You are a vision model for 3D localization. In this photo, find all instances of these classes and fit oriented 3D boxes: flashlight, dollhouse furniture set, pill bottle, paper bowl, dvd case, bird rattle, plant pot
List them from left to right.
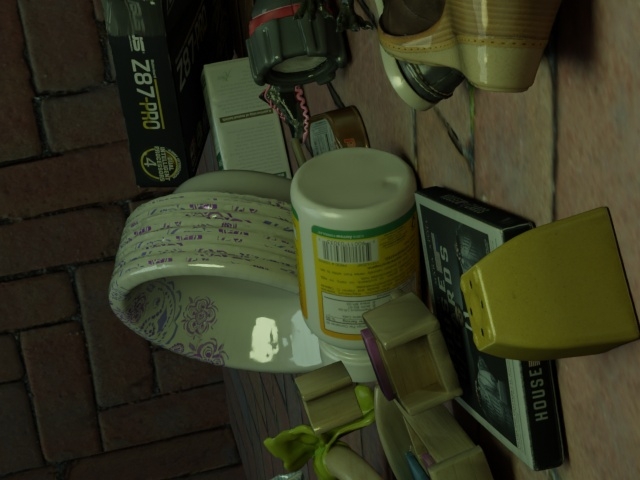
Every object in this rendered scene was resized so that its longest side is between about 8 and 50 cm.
[{"bbox_3d":[-0.075,0.027,1.556,0.284,0.284,0.148,99,-178,-65],"label":"paper bowl"},{"bbox_3d":[-0.048,-0.312,1.524,0.103,0.103,0.304,-22,72,37],"label":"flashlight"},{"bbox_3d":[-0.021,0.216,1.235,0.198,0.303,0.286,-131,20,-71],"label":"dollhouse furniture set"},{"bbox_3d":[0.036,0.316,1.722,0.207,0.143,0.253,36,142,53],"label":"bird rattle"},{"bbox_3d":[0.036,0.028,1.356,0.117,0.117,0.208,-114,15,-53],"label":"pill bottle"},{"bbox_3d":[0.126,0.058,1.120,0.238,0.029,0.179,-145,45,-76],"label":"dvd case"},{"bbox_3d":[0.132,0.033,0.875,0.081,0.083,0.081,124,134,-76],"label":"plant pot"}]

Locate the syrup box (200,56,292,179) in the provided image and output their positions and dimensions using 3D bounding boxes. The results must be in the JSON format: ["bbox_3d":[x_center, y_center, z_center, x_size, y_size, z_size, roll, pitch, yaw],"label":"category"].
[{"bbox_3d":[-0.103,-0.136,2.077,0.093,0.096,0.237,147,113,-82],"label":"syrup box"}]

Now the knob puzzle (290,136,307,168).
[{"bbox_3d":[0.000,0.000,1.718,0.213,0.030,0.213,161,90,-88],"label":"knob puzzle"}]

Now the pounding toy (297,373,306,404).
[{"bbox_3d":[-0.010,0.113,1.857,0.181,0.094,0.206,-146,36,-70],"label":"pounding toy"}]

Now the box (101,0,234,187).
[{"bbox_3d":[-0.217,-0.317,2.159,0.395,0.097,0.318,-78,-15,-52],"label":"box"}]

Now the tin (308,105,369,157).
[{"bbox_3d":[0.021,-0.089,1.571,0.189,0.040,0.106,-171,65,-80],"label":"tin"}]

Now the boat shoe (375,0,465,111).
[{"bbox_3d":[0.075,-0.197,1.086,0.065,0.075,0.206,-30,58,35],"label":"boat shoe"}]

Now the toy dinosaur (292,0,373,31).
[{"bbox_3d":[0.009,-0.261,1.361,0.268,0.064,0.118,-121,28,-70],"label":"toy dinosaur"}]

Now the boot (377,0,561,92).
[{"bbox_3d":[0.097,-0.208,0.885,0.248,0.090,0.207,-127,39,-72],"label":"boot"}]

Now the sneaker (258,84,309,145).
[{"bbox_3d":[-0.048,-0.175,1.813,0.047,0.057,0.119,168,89,-79],"label":"sneaker"}]
